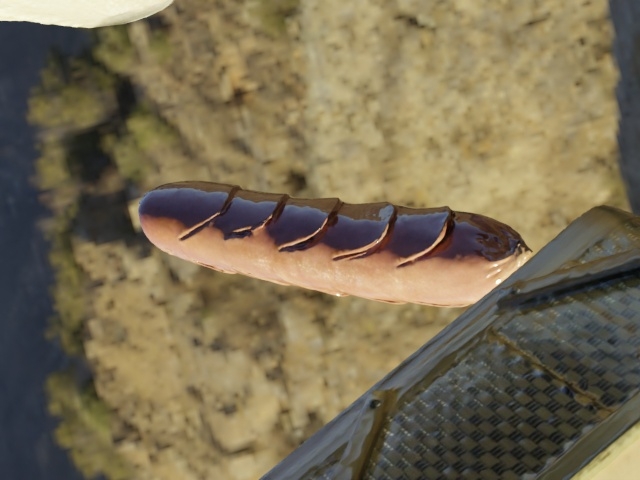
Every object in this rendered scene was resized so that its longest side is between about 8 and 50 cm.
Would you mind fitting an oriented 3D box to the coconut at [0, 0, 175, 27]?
[{"bbox_3d":[-0.136,-0.215,0.751,0.244,0.239,0.239,58,176,-21],"label":"coconut"}]

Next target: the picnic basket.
[{"bbox_3d":[0.113,0.122,0.709,0.165,0.266,0.139,56,169,-27],"label":"picnic basket"}]

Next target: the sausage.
[{"bbox_3d":[0.001,0.001,1.370,0.433,0.088,0.088,8,118,40],"label":"sausage"}]
